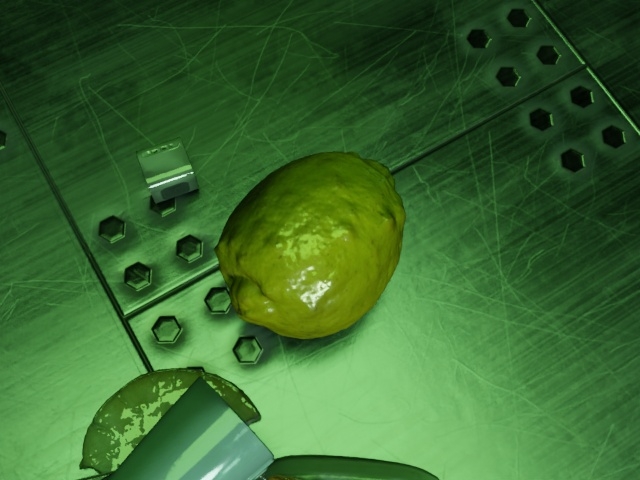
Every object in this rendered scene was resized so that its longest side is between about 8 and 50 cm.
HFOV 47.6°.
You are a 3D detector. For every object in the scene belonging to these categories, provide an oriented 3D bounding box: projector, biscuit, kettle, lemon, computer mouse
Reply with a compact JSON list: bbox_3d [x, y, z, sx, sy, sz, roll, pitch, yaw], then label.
[{"bbox_3d":[-0.266,-0.122,1.263,0.082,0.083,0.083,-20,73,-9],"label":"projector"},{"bbox_3d":[-0.252,0.274,1.150,0.290,0.038,0.141,-20,73,-9],"label":"biscuit"},{"bbox_3d":[-0.187,0.355,1.029,0.210,0.160,0.243,45,74,2],"label":"kettle"},{"bbox_3d":[-0.004,0.006,1.144,0.316,0.285,0.285,-11,69,-35],"label":"lemon"},{"bbox_3d":[0.047,0.424,1.086,0.331,0.095,0.197,6,80,9],"label":"computer mouse"}]

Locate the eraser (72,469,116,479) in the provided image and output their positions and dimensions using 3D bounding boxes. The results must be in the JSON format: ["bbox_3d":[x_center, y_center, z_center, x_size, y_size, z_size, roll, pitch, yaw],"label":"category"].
[{"bbox_3d":[-0.354,0.471,1.061,0.157,0.038,0.230,-13,82,-6],"label":"eraser"}]

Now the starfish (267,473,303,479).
[{"bbox_3d":[0.011,0.422,1.028,0.240,0.043,0.227,38,88,16],"label":"starfish"}]
